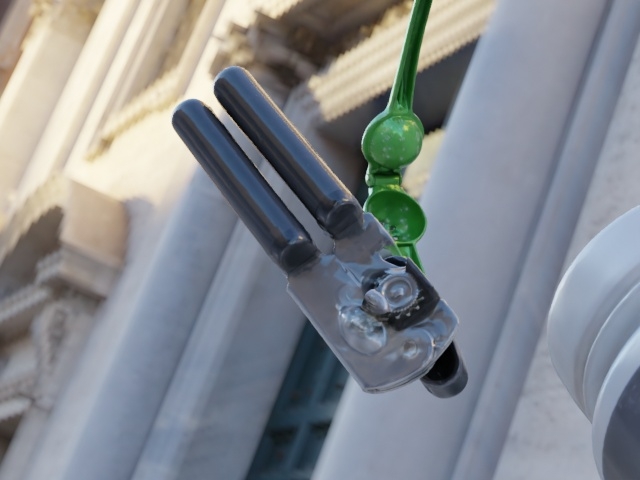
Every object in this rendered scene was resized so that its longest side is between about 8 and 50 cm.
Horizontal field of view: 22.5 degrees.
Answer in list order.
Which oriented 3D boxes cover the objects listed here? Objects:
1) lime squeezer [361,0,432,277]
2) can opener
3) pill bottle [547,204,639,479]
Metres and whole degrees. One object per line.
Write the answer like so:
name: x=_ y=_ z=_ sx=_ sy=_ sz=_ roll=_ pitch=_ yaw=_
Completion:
lime squeezer: x=0.067 y=-0.057 z=1.341 sx=0.059 sy=0.310 sz=0.110 roll=-1 pitch=-3 yaw=-8
can opener: x=0.000 y=0.000 z=1.079 sx=0.283 sy=0.076 sz=0.095 roll=52 pitch=-1 yaw=36
pill bottle: x=0.277 y=0.133 z=0.885 sx=0.204 sy=0.204 sz=0.361 roll=36 pitch=14 yaw=-35
